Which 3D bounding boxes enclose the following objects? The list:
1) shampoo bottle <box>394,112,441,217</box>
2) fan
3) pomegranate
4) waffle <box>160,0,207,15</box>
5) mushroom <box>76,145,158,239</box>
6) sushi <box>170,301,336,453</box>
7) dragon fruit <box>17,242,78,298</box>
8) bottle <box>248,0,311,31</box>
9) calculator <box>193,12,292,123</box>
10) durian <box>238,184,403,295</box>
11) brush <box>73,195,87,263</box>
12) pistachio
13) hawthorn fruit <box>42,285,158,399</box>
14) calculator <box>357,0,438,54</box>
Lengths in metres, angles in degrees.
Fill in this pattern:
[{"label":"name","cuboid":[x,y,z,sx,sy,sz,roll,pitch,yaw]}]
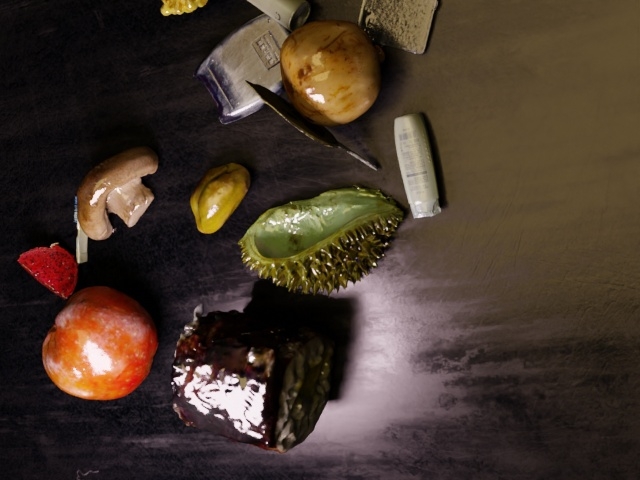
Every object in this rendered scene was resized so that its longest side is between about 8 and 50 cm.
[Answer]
[{"label":"shampoo bottle","cuboid":[0.199,-0.154,1.690,0.072,0.049,0.213,-9,96,21]},{"label":"fan","cuboid":[-0.016,-0.234,1.692,0.335,0.229,0.011,31,105,-16]},{"label":"pomegranate","cuboid":[0.026,-0.344,1.651,0.215,0.215,0.216,5,103,23]},{"label":"waffle","cuboid":[-0.268,-0.630,1.755,0.309,0.065,0.283,-23,72,39]},{"label":"mushroom","cuboid":[-0.508,-0.108,1.953,0.156,0.151,0.286,44,114,11]},{"label":"sushi","cuboid":[-0.152,0.299,1.802,0.294,0.299,0.282,13,90,23]},{"label":"dragon fruit","cuboid":[-0.682,0.071,2.112,0.162,0.083,0.106,37,70,-1]},{"label":"bottle","cuboid":[-0.118,-0.525,1.736,0.201,0.072,0.072,38,113,15]},{"label":"calculator","cuboid":[-0.154,-0.383,1.806,0.268,0.040,0.177,-33,87,20]},{"label":"durian","cuboid":[0.006,0.005,1.800,0.394,0.163,0.198,-21,53,22]},{"label":"brush","cuboid":[-0.607,-0.031,2.078,0.030,0.033,0.179,13,105,27]},{"label":"pistachio","cuboid":[-0.237,-0.095,1.862,0.100,0.110,0.189,32,115,-20]},{"label":"hawthorn fruit","cuboid":[-0.533,0.252,1.980,0.284,0.284,0.285,5,103,23]},{"label":"calculator","cuboid":[0.168,-0.513,1.645,0.161,0.021,0.262,20,108,18]}]
